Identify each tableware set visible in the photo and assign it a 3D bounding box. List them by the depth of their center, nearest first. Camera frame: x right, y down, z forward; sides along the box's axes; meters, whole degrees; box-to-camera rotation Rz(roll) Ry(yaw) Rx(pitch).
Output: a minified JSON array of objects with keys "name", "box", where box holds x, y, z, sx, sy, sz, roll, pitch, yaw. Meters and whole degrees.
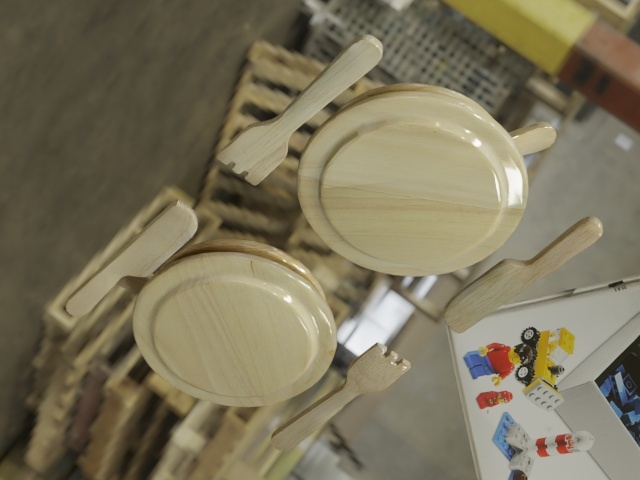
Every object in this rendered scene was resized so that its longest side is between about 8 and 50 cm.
[{"name":"tableware set","box":[0.000,0.000,0.616,0.194,0.128,0.039,-38,-153,32]}]

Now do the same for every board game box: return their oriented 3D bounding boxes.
[{"name":"board game box","box":[0.194,0.172,0.844,0.193,0.305,0.053,-13,172,12]}]
